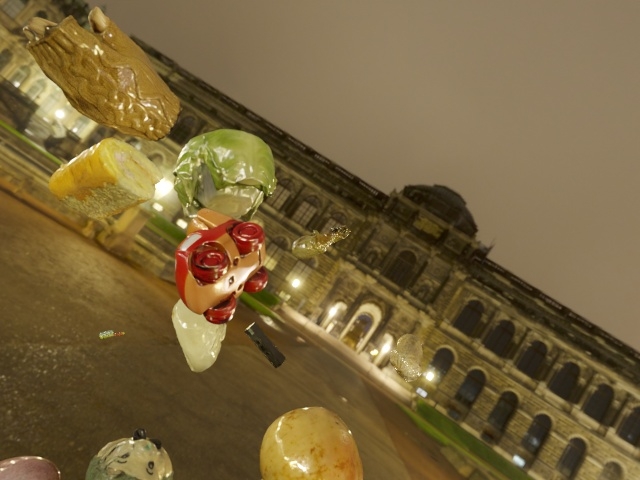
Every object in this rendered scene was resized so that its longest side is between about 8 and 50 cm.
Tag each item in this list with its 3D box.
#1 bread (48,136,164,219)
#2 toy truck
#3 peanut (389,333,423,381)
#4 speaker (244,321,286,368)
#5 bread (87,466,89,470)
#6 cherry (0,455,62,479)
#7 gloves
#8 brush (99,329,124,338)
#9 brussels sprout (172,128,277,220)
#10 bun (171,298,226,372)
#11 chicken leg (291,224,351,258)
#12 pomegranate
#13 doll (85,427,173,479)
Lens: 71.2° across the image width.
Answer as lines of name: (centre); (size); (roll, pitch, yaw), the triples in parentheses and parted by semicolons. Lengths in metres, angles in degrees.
bread: (-0.744, -0.205, 1.532); (0.376, 0.164, 0.237); (-14, -42, 38)
toy truck: (-0.260, 0.040, 1.064); (0.239, 0.265, 0.188); (23, -47, 25)
peanut: (0.260, 0.338, 1.324); (0.100, 0.099, 0.214); (34, 26, 7)
speaker: (-0.214, 0.407, 1.735); (0.191, 0.040, 0.046); (51, 26, -3)
bread: (-0.815, 0.973, 1.685); (0.139, 0.077, 0.270); (-35, -112, 49)
cherry: (-0.812, 0.687, 1.162); (0.239, 0.239, 0.206); (38, 0, -19)
gloves: (-0.461, -0.356, 0.986); (0.155, 0.203, 0.356); (43, 5, 39)
brush: (-0.725, 0.325, 1.559); (0.019, 0.021, 0.083); (20, 14, 42)
brussels sprout: (-0.404, -0.292, 1.904); (0.342, 0.426, 0.360); (79, -2, -61)
bun: (-0.341, 0.255, 1.283); (0.229, 0.145, 0.229); (47, -32, 42)
chicken leg: (0.000, 0.000, 1.629); (0.088, 0.228, 0.103); (63, -2, -4)
pomegranate: (-0.042, 0.692, 1.356); (0.343, 0.342, 0.342); (34, -9, 6)
doll: (-0.527, 0.650, 1.231); (0.247, 0.247, 0.349); (36, -15, -4)
